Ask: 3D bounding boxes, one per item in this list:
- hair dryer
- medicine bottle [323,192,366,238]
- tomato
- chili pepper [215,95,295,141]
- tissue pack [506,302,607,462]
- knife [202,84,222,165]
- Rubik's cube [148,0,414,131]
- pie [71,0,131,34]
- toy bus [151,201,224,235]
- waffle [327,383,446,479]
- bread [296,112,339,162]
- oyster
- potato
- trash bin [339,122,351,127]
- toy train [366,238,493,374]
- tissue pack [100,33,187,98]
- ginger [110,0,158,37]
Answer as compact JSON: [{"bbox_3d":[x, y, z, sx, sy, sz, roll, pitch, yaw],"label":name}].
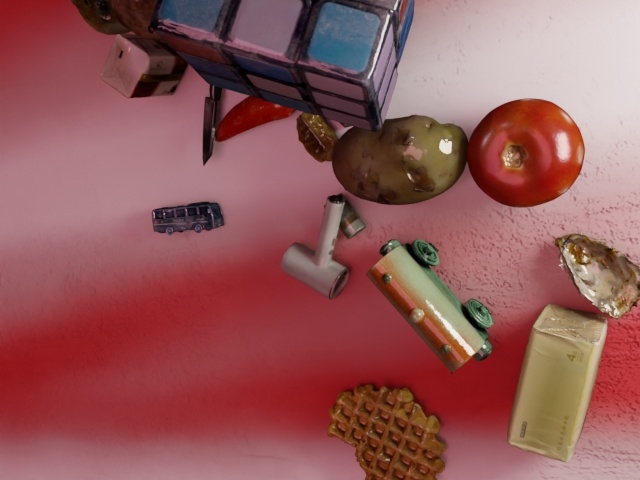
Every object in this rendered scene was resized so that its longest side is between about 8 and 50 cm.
[{"bbox_3d":[0.000,0.000,1.635,0.131,0.073,0.236,29,135,18],"label":"hair dryer"},{"bbox_3d":[0.048,-0.048,1.650,0.047,0.047,0.083,-40,83,28],"label":"medicine bottle"},{"bbox_3d":[0.352,-0.150,1.428,0.195,0.136,0.195,7,105,27],"label":"tomato"},{"bbox_3d":[-0.119,-0.262,1.673,0.272,0.063,0.071,-18,81,31],"label":"chili pepper"},{"bbox_3d":[0.419,0.249,1.480,0.125,0.159,0.234,15,109,22],"label":"tissue pack"},{"bbox_3d":[-0.229,-0.268,1.732,0.060,0.028,0.230,20,106,55],"label":"knife"},{"bbox_3d":[-0.021,-0.403,1.341,0.363,0.362,0.358,19,87,4],"label":"Rubik's cube"},{"bbox_3d":[-0.439,-0.507,1.730,0.187,0.041,0.186,6,136,5],"label":"pie"},{"bbox_3d":[-0.290,-0.048,1.814,0.166,0.047,0.065,-4,97,27],"label":"toy bus"},{"bbox_3d":[0.134,0.417,1.718,0.249,0.056,0.253,-9,99,28],"label":"waffle"},{"bbox_3d":[-0.006,-0.202,1.633,0.066,0.060,0.110,-36,86,-1],"label":"bread"},{"bbox_3d":[0.483,0.055,1.461,0.177,0.056,0.105,33,108,14],"label":"oyster"},{"bbox_3d":[0.144,-0.146,1.525,0.262,0.165,0.164,-7,99,33],"label":"potato"},{"bbox_3d":[0.037,-0.270,1.605,0.092,0.043,0.061,43,117,15],"label":"trash bin"},{"bbox_3d":[0.203,0.118,1.543,0.116,0.177,0.285,-44,81,27],"label":"toy train"},{"bbox_3d":[-0.356,-0.357,1.711,0.099,0.149,0.106,37,115,14],"label":"tissue pack"},{"bbox_3d":[-0.273,-0.450,1.569,0.245,0.304,0.155,-3,95,43],"label":"ginger"}]
